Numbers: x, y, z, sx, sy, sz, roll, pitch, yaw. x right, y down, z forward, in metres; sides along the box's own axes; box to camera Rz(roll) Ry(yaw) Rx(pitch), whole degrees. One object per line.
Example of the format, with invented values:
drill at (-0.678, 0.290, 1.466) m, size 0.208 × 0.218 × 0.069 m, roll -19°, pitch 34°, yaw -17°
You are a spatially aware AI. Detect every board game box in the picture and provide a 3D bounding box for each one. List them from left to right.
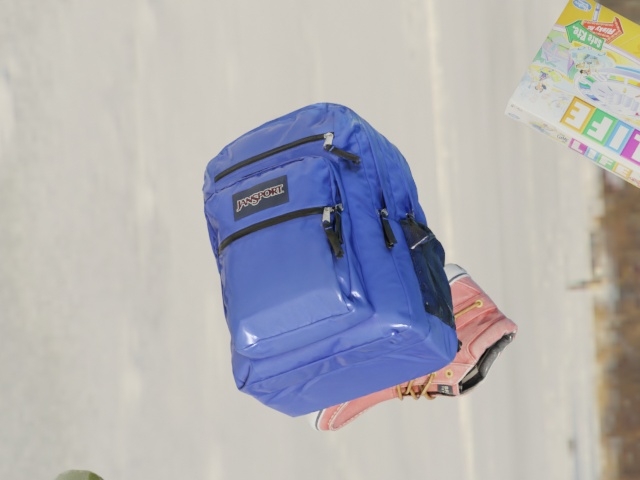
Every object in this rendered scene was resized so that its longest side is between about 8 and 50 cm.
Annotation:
board game box at (0.225, -0.099, 1.222) m, size 0.103 × 0.154 × 0.026 m, roll -58°, pitch 172°, yaw -17°

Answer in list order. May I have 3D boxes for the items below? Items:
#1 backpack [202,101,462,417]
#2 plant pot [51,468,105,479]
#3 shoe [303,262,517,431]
backpack at (0.000, 0.000, 0.738) m, size 0.101 × 0.098 × 0.120 m, roll 45°, pitch 31°, yaw -59°
plant pot at (-0.178, 0.205, 1.221) m, size 0.079 × 0.083 × 0.083 m, roll -95°, pitch 178°, yaw -68°
shoe at (0.073, 0.104, 1.350) m, size 0.081 × 0.178 × 0.063 m, roll 45°, pitch -5°, yaw 25°
